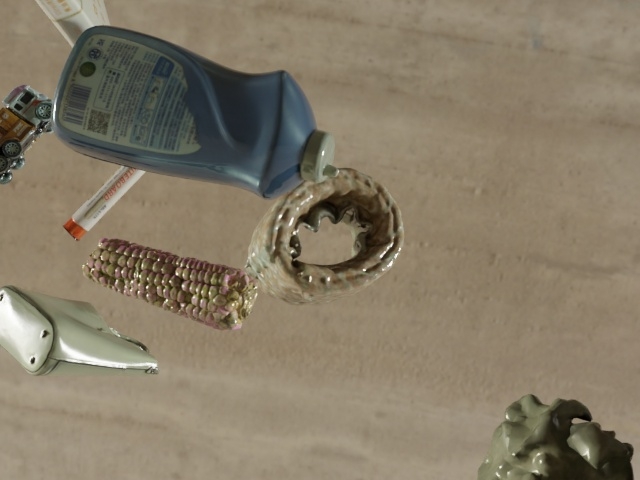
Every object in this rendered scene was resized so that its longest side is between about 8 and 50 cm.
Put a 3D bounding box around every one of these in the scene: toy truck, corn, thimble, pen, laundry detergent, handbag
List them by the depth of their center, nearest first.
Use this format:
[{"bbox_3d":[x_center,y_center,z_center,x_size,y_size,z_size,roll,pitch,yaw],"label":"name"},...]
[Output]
[{"bbox_3d":[-0.080,-0.084,0.651,0.206,0.096,0.061,17,162,13],"label":"laundry detergent"},{"bbox_3d":[-0.198,-0.084,1.021,0.026,0.218,0.026,44,179,1],"label":"pen"},{"bbox_3d":[0.007,0.002,1.457,0.196,0.148,0.229,46,-115,-1],"label":"thimble"},{"bbox_3d":[-0.531,-0.186,1.571,0.115,0.177,0.080,38,161,-2],"label":"toy truck"},{"bbox_3d":[-0.412,0.162,1.663,0.241,0.109,0.315,33,-166,34],"label":"handbag"},{"bbox_3d":[-0.281,0.080,1.760,0.335,0.126,0.126,15,-158,14],"label":"corn"}]

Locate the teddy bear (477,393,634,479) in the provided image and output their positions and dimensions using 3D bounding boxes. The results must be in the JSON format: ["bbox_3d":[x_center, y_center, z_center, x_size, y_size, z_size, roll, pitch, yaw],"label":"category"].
[{"bbox_3d":[0.156,0.279,0.685,0.224,0.357,0.367,-4,-172,-33],"label":"teddy bear"}]

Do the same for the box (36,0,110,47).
[{"bbox_3d":[-0.201,-0.219,0.659,0.032,0.122,0.220,-18,160,1],"label":"box"}]
